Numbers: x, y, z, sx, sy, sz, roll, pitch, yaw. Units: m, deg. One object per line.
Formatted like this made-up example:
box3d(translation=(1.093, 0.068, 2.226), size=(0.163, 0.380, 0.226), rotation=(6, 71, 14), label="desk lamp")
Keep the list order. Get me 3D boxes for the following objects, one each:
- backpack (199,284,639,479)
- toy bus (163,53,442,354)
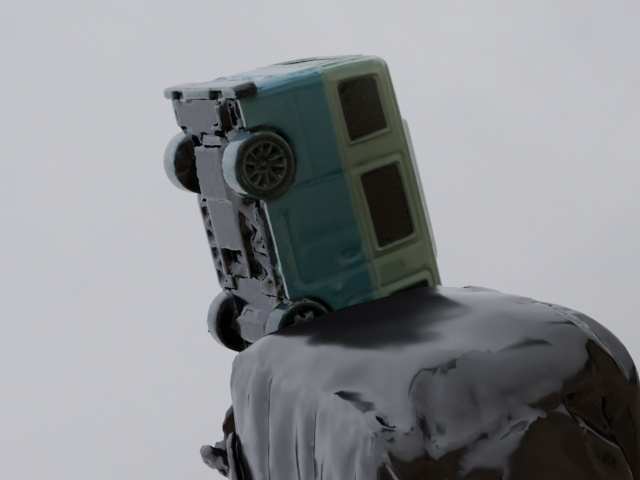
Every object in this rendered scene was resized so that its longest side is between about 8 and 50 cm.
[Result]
box3d(translation=(0.082, 0.259, 1.232), size=(0.254, 0.446, 0.363), rotation=(-17, 8, -18), label="backpack")
box3d(translation=(0.000, 0.000, 1.461), size=(0.164, 0.133, 0.271), rotation=(-19, -78, -26), label="toy bus")
